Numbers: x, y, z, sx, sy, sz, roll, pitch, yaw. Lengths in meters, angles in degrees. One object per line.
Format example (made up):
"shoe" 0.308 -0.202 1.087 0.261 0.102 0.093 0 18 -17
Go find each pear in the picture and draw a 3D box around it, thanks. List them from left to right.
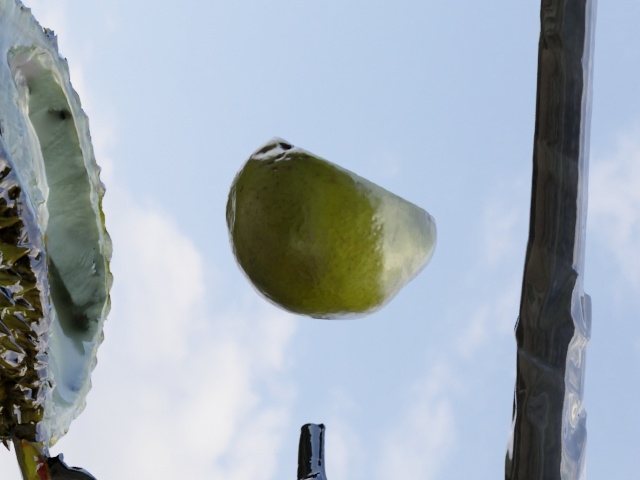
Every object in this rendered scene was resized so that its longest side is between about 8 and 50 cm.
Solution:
"pear" 0.000 0.000 0.919 0.141 0.141 0.104 33 -87 45

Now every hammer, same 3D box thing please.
"hammer" 0.080 0.005 0.500 0.044 0.152 0.427 2 -100 22

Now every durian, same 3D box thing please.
"durian" -0.179 0.010 0.646 0.193 0.137 0.237 55 22 -75

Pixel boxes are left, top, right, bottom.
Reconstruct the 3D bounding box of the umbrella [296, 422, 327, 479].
"umbrella" -0.015 0.346 1.604 0.340 0.118 0.118 -89 -158 -47
